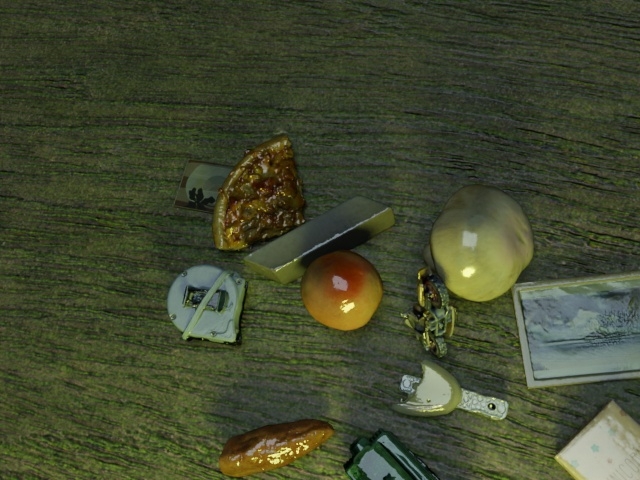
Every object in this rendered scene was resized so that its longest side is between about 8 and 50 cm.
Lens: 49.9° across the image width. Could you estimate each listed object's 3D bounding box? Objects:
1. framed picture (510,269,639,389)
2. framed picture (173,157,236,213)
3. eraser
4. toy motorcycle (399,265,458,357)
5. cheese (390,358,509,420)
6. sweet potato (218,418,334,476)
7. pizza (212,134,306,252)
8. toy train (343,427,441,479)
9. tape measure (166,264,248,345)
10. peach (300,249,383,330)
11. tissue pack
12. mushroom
[{"bbox_3d":[0.580,0.186,1.465,0.315,0.024,0.231,-8,71,9],"label":"framed picture"},{"bbox_3d":[-0.261,-0.132,1.737,0.201,0.010,0.135,11,74,13],"label":"framed picture"},{"bbox_3d":[0.000,-0.001,1.590,0.353,0.111,0.077,-28,66,0],"label":"eraser"},{"bbox_3d":[0.223,0.146,1.454,0.094,0.229,0.129,-21,44,-14],"label":"toy motorcycle"},{"bbox_3d":[0.277,0.332,1.455,0.235,0.049,0.127,14,73,16],"label":"cheese"},{"bbox_3d":[-0.094,0.433,1.469,0.252,0.097,0.097,-19,69,-1],"label":"sweet potato"},{"bbox_3d":[-0.131,-0.104,1.661,0.226,0.086,0.335,27,75,14],"label":"pizza"},{"bbox_3d":[0.179,0.511,1.344,0.138,0.178,0.330,-44,71,-6],"label":"toy train"},{"bbox_3d":[-0.262,0.147,1.591,0.181,0.107,0.181,2,74,4],"label":"tape measure"},{"bbox_3d":[0.051,0.107,1.509,0.184,0.184,0.184,-3,71,9],"label":"peach"},{"bbox_3d":[0.632,0.484,1.326,0.170,0.071,0.325,-44,69,-4],"label":"tissue pack"},{"bbox_3d":[0.321,0.008,1.482,0.234,0.260,0.253,-12,70,46],"label":"mushroom"}]
